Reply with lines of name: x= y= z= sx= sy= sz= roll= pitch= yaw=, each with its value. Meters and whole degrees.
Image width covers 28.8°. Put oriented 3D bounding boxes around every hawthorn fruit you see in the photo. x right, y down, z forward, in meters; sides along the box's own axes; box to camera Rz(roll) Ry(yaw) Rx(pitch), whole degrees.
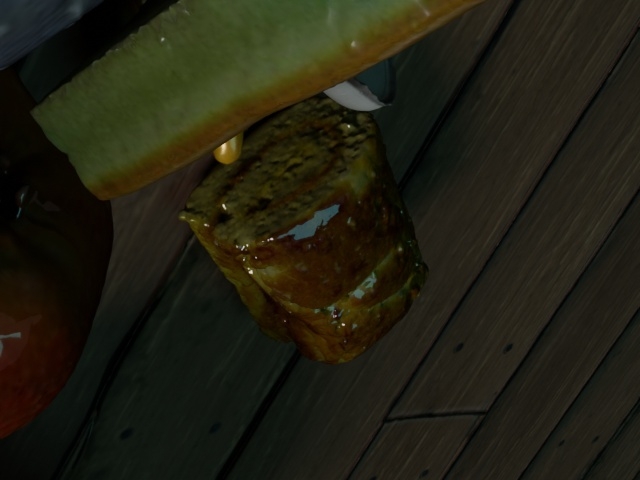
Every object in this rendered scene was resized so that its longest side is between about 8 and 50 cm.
hawthorn fruit: x=-0.207 y=0.017 z=0.569 sx=0.196 sy=0.197 sz=0.225 roll=-6 pitch=159 yaw=-46

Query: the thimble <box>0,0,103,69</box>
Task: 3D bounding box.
thimble: x=-0.115 y=-0.181 z=0.392 sx=0.172 sy=0.236 sz=0.205 roll=-39 pitch=141 yaw=-16

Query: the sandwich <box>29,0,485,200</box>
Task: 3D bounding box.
sandwich: x=-0.008 y=-0.082 z=0.415 sx=0.212 sy=0.063 sz=0.245 roll=-37 pitch=-166 yaw=15

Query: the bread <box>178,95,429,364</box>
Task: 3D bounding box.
bread: x=0.000 y=0.000 z=0.834 sx=0.132 sy=0.103 sz=0.172 roll=-44 pitch=145 yaw=-12

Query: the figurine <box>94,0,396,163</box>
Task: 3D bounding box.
figurine: x=-0.073 y=-0.146 z=0.623 sx=0.141 sy=0.167 sz=0.250 roll=-18 pitch=124 yaw=20
